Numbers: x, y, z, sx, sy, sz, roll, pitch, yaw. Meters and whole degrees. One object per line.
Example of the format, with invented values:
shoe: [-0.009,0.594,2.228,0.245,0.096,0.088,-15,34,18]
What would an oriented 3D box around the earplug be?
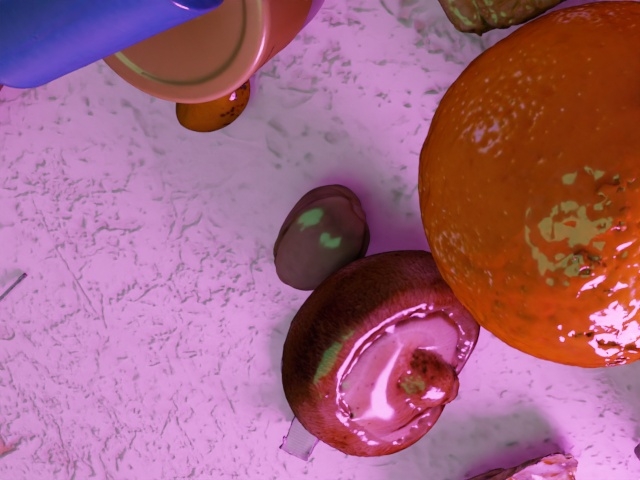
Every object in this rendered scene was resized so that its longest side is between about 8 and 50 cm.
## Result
earplug: [-0.226,-0.223,1.103,0.273,0.132,0.132,-19,110,36]

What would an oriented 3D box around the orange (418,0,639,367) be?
orange: [0.249,-0.055,1.095,0.293,0.341,0.340,31,135,45]

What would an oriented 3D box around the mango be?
mango: [-0.126,-0.165,1.358,0.079,0.057,0.114,42,131,-13]

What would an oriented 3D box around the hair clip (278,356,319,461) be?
hair clip: [0.008,0.190,1.520,0.140,0.054,0.220,28,124,12]

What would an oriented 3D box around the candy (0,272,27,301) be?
candy: [-0.470,0.098,1.690,0.056,0.049,0.185,29,126,-33]

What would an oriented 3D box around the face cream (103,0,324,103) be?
face cream: [-0.118,-0.271,1.212,0.218,0.179,0.218,11,123,18]

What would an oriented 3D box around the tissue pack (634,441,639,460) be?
tissue pack: [0.453,0.260,1.255,0.239,0.238,0.305,39,137,-2]

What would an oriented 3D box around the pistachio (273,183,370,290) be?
pistachio: [0.000,0.000,1.370,0.113,0.113,0.149,38,126,-1]

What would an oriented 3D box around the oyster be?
oyster: [0.233,0.354,1.507,0.166,0.094,0.294,29,119,-18]

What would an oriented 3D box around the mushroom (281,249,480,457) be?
mushroom: [0.068,0.125,1.341,0.153,0.253,0.253,38,139,48]

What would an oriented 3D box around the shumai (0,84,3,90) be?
shumai: [-0.507,-0.201,1.427,0.256,0.189,0.218,-36,102,30]

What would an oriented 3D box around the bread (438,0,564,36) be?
bread: [0.149,-0.342,1.080,0.167,0.132,0.294,-18,112,32]
